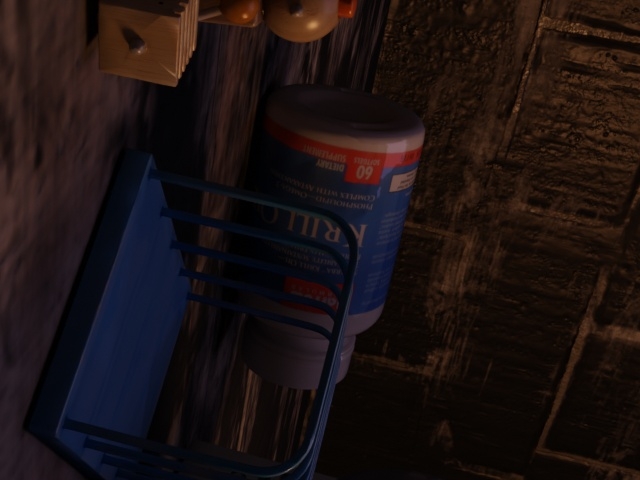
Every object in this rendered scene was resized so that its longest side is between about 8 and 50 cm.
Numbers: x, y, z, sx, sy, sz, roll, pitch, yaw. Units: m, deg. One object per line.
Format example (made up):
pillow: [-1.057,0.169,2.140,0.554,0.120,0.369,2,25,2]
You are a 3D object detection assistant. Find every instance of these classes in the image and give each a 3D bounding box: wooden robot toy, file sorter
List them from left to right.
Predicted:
file sorter: [-0.045,0.057,0.455,0.170,0.104,0.118,93,10,-68]
wooden robot toy: [-0.023,-0.108,0.391,0.173,0.079,0.076,-70,173,-64]

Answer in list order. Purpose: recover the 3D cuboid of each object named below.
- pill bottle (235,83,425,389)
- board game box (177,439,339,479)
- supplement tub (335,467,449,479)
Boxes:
pill bottle: [0.000,0.000,0.780,0.124,0.124,0.222,-68,170,-67]
board game box: [0.021,0.299,0.773,0.098,0.303,0.224,-69,173,-53]
supplement tub: [-0.013,0.244,0.453,0.316,0.193,0.194,-17,123,-60]
